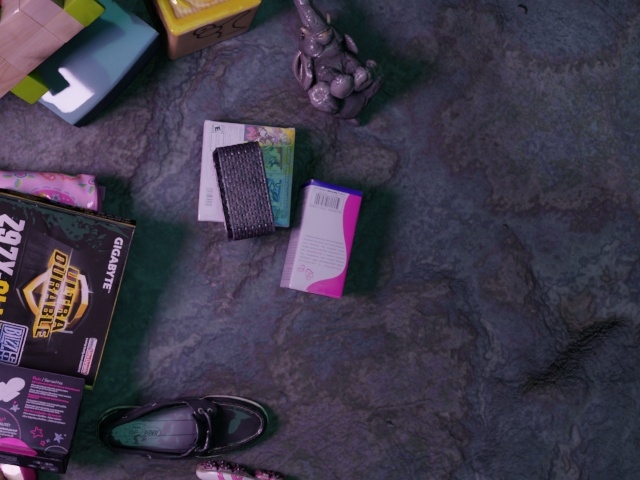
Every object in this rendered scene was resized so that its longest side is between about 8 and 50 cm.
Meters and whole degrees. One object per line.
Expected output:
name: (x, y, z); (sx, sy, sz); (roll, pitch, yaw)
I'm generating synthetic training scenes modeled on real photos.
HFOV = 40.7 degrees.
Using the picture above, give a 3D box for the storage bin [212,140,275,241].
storage bin: (-0.149, -0.093, 1.671); (0.084, 0.122, 0.180); (-10, 91, -12)

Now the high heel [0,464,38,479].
high heel: (-0.614, 0.375, 1.600); (0.082, 0.117, 0.244); (-35, 96, -11)

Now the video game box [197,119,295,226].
video game box: (-0.151, -0.134, 1.758); (0.187, 0.048, 0.205); (4, 88, -10)

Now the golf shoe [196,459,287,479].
golf shoe: (-0.162, 0.492, 1.724); (0.186, 0.067, 0.086); (17, 86, -12)

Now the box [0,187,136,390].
box: (-0.500, 0.089, 1.577); (0.257, 0.079, 0.322); (15, 98, -13)

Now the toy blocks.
toy blocks: (-0.551, -0.401, 1.521); (0.381, 0.261, 0.190); (-32, 138, 22)

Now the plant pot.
plant pot: (-0.439, -0.339, 1.647); (0.165, 0.165, 0.234); (35, 89, -9)

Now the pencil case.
pencil case: (-0.554, -0.076, 1.633); (0.284, 0.124, 0.124); (2, 88, -13)

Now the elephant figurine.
elephant figurine: (0.015, -0.376, 1.758); (0.169, 0.186, 0.239); (-9, 60, -46)

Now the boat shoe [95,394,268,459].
boat shoe: (-0.263, 0.367, 1.681); (0.339, 0.113, 0.127); (6, 87, -13)

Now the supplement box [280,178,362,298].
supplement box: (0.000, 0.000, 1.754); (0.111, 0.114, 0.220); (13, 84, -13)

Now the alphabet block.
alphabet block: (-0.241, -0.488, 1.672); (0.192, 0.197, 0.194); (-26, 93, -13)

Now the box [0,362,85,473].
box: (-0.557, 0.310, 1.535); (0.247, 0.163, 0.142); (14, 59, -11)
